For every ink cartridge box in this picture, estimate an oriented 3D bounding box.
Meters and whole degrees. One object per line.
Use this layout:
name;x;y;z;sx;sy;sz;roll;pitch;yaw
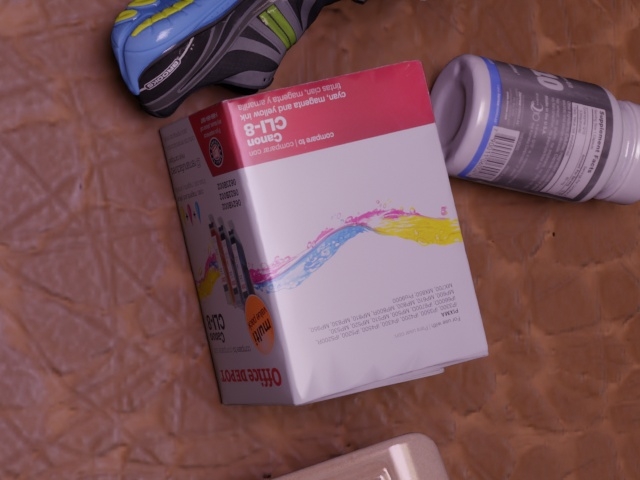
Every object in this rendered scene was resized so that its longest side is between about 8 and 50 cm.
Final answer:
ink cartridge box;0.000;0.000;1.111;0.127;0.128;0.176;-14;91;-22

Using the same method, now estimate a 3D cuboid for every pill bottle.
pill bottle;0.141;-0.066;1.202;0.137;0.078;0.078;11;82;-22

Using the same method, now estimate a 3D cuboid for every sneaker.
sneaker;-0.043;-0.131;1.146;0.188;0.067;0.078;-30;128;-29

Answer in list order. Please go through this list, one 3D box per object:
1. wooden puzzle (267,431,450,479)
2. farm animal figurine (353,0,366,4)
wooden puzzle;-0.013;0.248;1.100;0.239;0.044;0.221;-19;87;-3
farm animal figurine;0.038;-0.346;1.098;0.330;0.172;0.327;46;60;-8
